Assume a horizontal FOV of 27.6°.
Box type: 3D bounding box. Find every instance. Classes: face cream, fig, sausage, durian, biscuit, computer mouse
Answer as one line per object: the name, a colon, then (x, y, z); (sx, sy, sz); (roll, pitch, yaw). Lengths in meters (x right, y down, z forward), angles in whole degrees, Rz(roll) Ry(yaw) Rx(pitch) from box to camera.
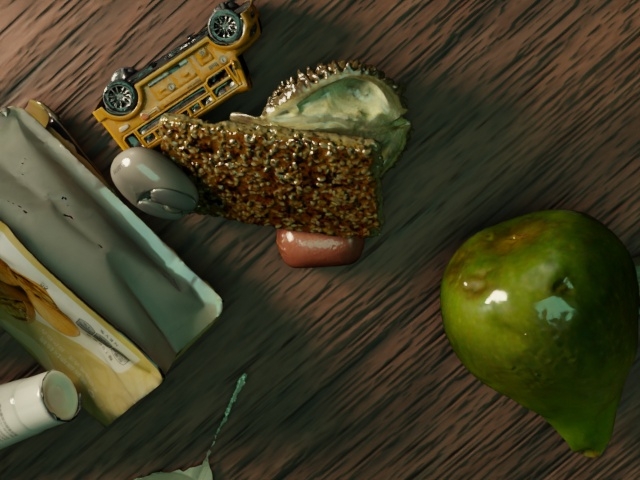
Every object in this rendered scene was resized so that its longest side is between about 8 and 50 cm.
face cream: (-0.361, 0.193, 1.386); (0.243, 0.058, 0.092); (-21, 98, 30)
fig: (0.249, 0.107, 1.337); (0.206, 0.206, 0.275); (-27, 111, 5)
sausage: (0.000, -0.001, 1.373); (0.094, 0.059, 0.054); (-4, 98, 2)
durian: (0.000, -0.125, 1.337); (0.188, 0.091, 0.148); (1, 119, -9)
biscuit: (-0.049, -0.062, 1.310); (0.230, 0.025, 0.131); (7, 135, 14)
computer mouse: (-0.170, -0.053, 1.320); (0.096, 0.039, 0.066); (42, 133, -17)

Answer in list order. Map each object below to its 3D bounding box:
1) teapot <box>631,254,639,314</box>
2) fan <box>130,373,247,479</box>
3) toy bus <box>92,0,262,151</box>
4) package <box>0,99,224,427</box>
teapot: (0.354, 0.055, 1.381); (0.067, 0.057, 0.083); (-12, 105, 41)
fan: (-0.146, 0.280, 1.443); (0.182, 0.010, 0.310); (26, 101, -3)
toy bus: (-0.135, -0.168, 1.340); (0.194, 0.083, 0.088); (-32, 106, 9)
package: (-0.259, 0.018, 1.355); (0.311, 0.221, 0.165); (44, 57, -3)
